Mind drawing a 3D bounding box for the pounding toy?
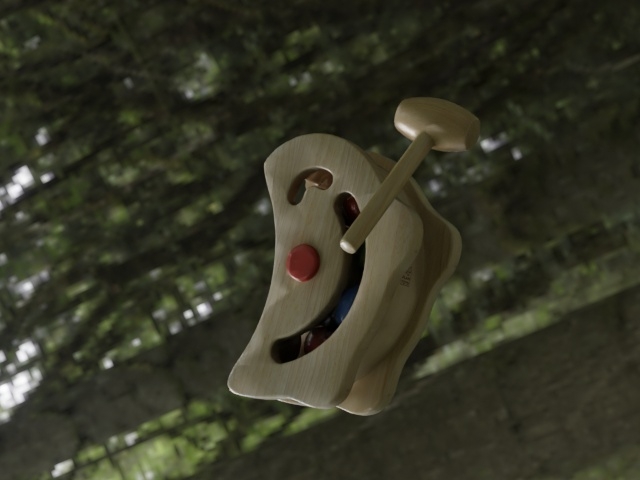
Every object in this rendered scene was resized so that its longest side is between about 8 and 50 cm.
[{"bbox_3d":[0.000,0.000,1.188,0.154,0.270,0.155,29,-174,33],"label":"pounding toy"}]
